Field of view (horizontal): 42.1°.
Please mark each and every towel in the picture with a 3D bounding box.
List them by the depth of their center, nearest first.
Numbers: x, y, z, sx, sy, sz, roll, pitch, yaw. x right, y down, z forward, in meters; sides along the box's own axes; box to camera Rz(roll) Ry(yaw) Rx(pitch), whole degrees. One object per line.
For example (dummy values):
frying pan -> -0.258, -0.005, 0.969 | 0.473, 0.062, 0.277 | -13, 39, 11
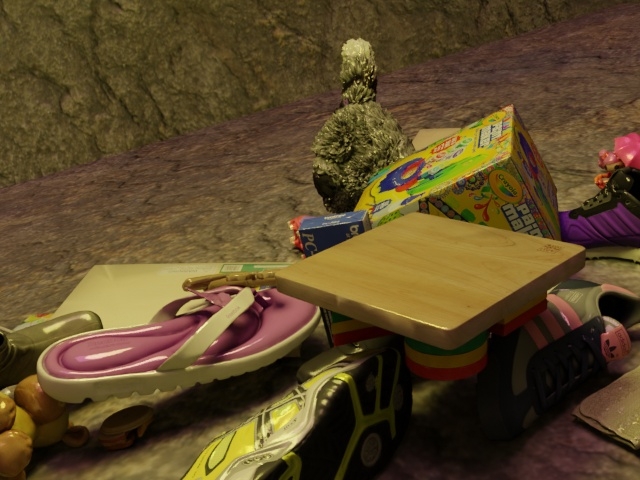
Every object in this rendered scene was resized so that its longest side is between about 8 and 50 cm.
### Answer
towel -> 0.368, 0.181, 0.930 | 0.148, 0.027, 0.110 | -23, 22, -23

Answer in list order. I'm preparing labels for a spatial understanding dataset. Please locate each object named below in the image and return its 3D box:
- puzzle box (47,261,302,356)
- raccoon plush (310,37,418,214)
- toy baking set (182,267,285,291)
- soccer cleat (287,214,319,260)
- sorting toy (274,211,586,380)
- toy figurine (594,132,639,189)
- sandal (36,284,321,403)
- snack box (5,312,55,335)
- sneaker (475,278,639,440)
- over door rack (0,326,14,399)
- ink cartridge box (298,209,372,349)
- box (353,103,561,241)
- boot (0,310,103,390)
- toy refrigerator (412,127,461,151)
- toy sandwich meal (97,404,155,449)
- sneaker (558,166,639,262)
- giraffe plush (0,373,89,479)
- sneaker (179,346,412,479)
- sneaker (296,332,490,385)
puzzle box -> -0.221, 0.112, 1.383 | 0.409, 0.052, 0.272 | -1, 21, 6
raccoon plush -> 0.155, -0.218, 1.656 | 0.299, 0.446, 0.216 | -3, -4, 31
toy baking set -> -0.086, 0.062, 1.302 | 0.256, 0.030, 0.197 | -5, 0, -44
soccer cleat -> 0.000, 0.000, 1.608 | 0.095, 0.083, 0.248 | -13, 16, -10
sorting toy -> 0.127, 0.063, 0.963 | 0.255, 0.089, 0.257 | -23, 26, -39
toy figurine -> 0.517, -0.102, 1.404 | 0.130, 0.159, 0.173 | -29, 24, -35
sandal -> -0.181, 0.122, 1.157 | 0.416, 0.102, 0.169 | -16, 32, -25
snack box -> -0.504, 0.171, 1.541 | 0.141, 0.037, 0.100 | -6, 22, 21
sneaker -> 0.292, 0.130, 0.995 | 0.131, 0.112, 0.319 | -3, 23, 37
over door rack -> -0.593, 0.213, 1.344 | 0.324, 0.108, 0.239 | 23, 37, 27
ink cartridge box -> 0.042, 0.063, 1.206 | 0.097, 0.207, 0.046 | -8, 21, 16
box -> 0.217, -0.045, 1.323 | 0.279, 0.177, 0.290 | -25, 15, 22
boot -> -0.429, 0.158, 1.168 | 0.246, 0.083, 0.161 | -23, -13, -14
toy refrigerator -> 0.253, -0.173, 1.884 | 0.102, 0.094, 0.269 | 0, 24, 18
toy sandwich meal -> -0.268, 0.259, 1.157 | 0.086, 0.029, 0.085 | -15, 12, 3
sneaker -> 0.465, -0.048, 1.308 | 0.293, 0.146, 0.102 | 8, 29, 46
giraffe plush -> -0.411, 0.252, 1.130 | 0.170, 0.181, 0.210 | -21, -16, -48
sneaker -> -0.039, 0.225, 0.921 | 0.147, 0.145, 0.385 | 6, 26, 43
sneaker -> 0.092, 0.121, 1.134 | 0.286, 0.130, 0.109 | -23, 23, -19
